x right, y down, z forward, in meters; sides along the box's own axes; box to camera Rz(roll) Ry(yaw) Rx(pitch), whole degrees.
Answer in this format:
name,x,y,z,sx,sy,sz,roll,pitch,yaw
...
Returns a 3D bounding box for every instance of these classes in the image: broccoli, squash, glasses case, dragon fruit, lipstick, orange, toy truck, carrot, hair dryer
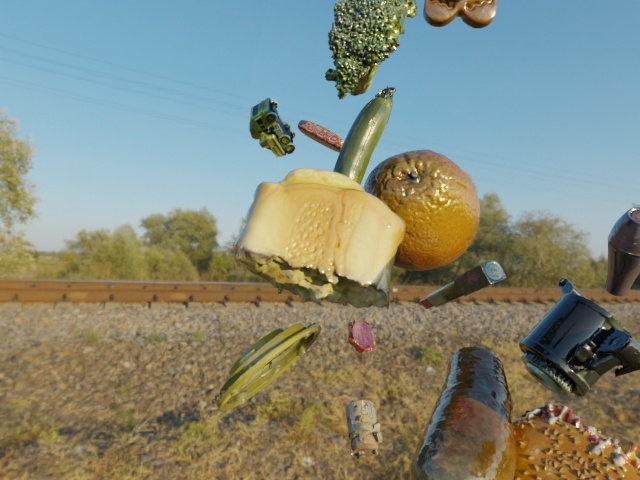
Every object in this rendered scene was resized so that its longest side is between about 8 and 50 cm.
name,x,y,z,sx,sy,sz,roll,pitch,yaw
broccoli,0.166,-0.643,1.390,0.353,0.275,0.397,-38,-6,22
squash,0.110,-0.259,1.086,0.087,0.332,0.087,25,-11,5
glasses case,0.009,-0.372,1.518,0.194,0.049,0.073,32,-2,17
dragon fruit,0.137,0.346,1.534,0.126,0.112,0.068,16,-30,-34
lipstick,0.328,0.124,1.052,0.051,0.051,0.312,-20,-15,-23
orange,0.264,-0.083,1.164,0.321,0.322,0.357,2,-26,14
toy truck,-0.161,-0.351,1.376,0.116,0.085,0.191,-18,-41,16
carrot,0.228,0.282,0.656,0.138,0.139,0.302,1,26,24
hair dryer,0.994,-0.012,1.262,0.361,0.301,0.121,-27,41,-11

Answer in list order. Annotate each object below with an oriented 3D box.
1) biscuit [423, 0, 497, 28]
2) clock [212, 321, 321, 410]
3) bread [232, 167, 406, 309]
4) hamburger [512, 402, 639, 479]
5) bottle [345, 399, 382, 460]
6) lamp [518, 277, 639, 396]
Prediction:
name,x,y,z,sx,sy,sz,roll,pitch,yaw
biscuit,0.241,-0.477,0.729,0.179,0.237,0.039,3,-6,8
clock,-0.101,0.221,0.798,0.057,0.237,0.237,48,12,16
bread,0.000,0.000,0.849,0.315,0.270,0.211,14,-29,-2
hamburger,0.379,0.382,0.614,0.227,0.152,0.295,-26,35,-18
bottle,0.123,0.534,1.200,0.098,0.099,0.152,3,36,-5
lamp,0.705,0.295,1.219,0.205,0.272,0.374,45,16,0
